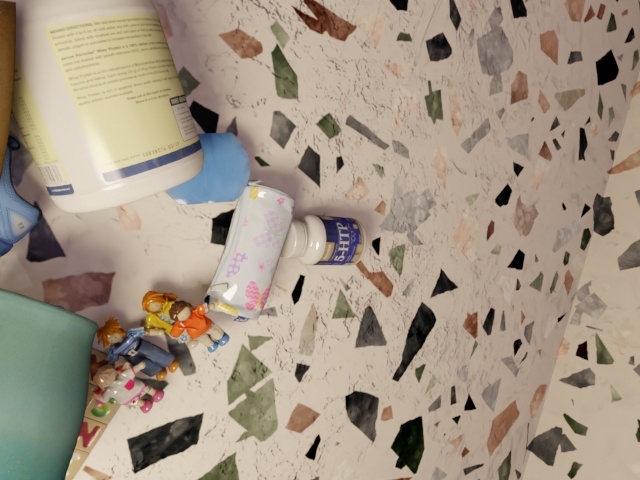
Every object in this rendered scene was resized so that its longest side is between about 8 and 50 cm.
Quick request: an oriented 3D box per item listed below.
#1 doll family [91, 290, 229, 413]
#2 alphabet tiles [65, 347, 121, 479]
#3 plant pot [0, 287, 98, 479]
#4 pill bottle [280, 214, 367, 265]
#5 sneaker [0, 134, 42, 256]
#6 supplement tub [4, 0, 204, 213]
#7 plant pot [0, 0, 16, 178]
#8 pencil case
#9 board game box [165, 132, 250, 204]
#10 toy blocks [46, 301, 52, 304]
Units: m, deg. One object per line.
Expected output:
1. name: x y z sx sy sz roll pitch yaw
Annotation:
1. doll family: -0.313 0.183 0.884 0.263 0.118 0.163 -42 132 -7
2. alphabet tiles: -0.517 0.318 0.807 0.285 0.011 0.342 40 75 -35
3. plant pot: -0.430 0.198 0.623 0.272 0.272 0.255 32 65 -36
4. pill bottle: 0.000 0.000 1.065 0.187 0.112 0.111 2 98 -36
5. sneaker: -0.522 -0.131 0.667 0.147 0.130 0.329 -48 127 -37
6. supplement tub: -0.328 -0.226 0.703 0.236 0.236 0.324 -27 113 -30
7. plant pot: -0.446 -0.132 0.515 0.237 0.237 0.254 -12 119 -34
8. pencil case: -0.143 0.020 0.962 0.124 0.114 0.272 21 86 -32
9. board game box: -0.220 -0.134 0.916 0.169 0.033 0.133 -5 88 -13
10. toy blocks: -0.498 0.148 0.750 0.123 0.054 0.148 39 75 -35
